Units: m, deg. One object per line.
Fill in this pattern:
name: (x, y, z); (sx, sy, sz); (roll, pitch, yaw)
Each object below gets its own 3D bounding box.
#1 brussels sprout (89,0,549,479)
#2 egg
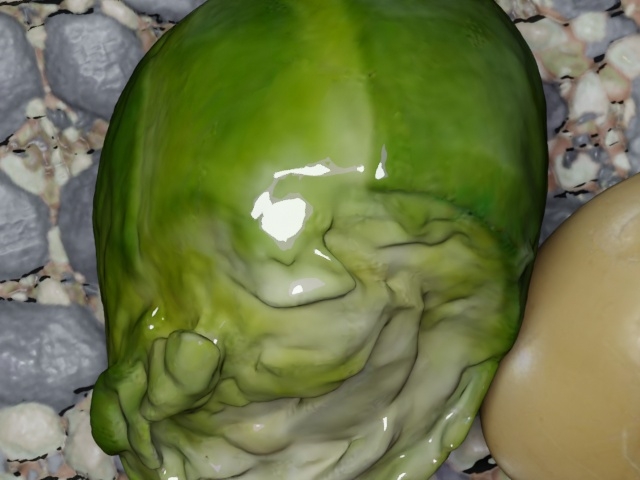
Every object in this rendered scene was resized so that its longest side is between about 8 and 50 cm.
brussels sprout: (0.000, 0.000, 1.162); (0.276, 0.315, 0.371); (6, 125, -14)
egg: (0.210, 0.071, 1.204); (0.244, 0.201, 0.201); (-40, 87, 14)
